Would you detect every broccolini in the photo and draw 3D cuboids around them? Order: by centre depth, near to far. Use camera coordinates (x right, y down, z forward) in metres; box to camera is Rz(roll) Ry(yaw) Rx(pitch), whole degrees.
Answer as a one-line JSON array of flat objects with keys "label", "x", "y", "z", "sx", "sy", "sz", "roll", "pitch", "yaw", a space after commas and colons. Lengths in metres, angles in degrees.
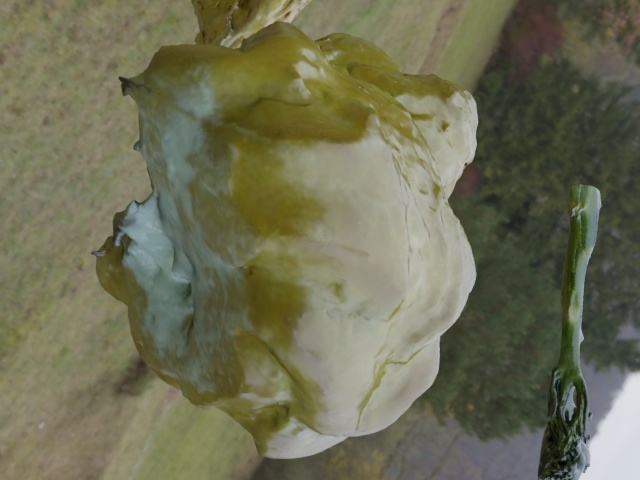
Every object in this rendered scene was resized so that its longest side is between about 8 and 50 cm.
[{"label": "broccolini", "x": 0.217, "y": 0.081, "z": 0.767, "sx": 0.071, "sy": 0.058, "sz": 0.254, "roll": -2, "pitch": -105, "yaw": 66}]

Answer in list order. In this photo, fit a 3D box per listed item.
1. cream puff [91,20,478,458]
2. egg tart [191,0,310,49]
[{"label": "cream puff", "x": 0.005, "y": 0.001, "z": 0.667, "sx": 0.270, "sy": 0.274, "sz": 0.323, "roll": -19, "pitch": 157, "yaw": -30}, {"label": "egg tart", "x": -0.053, "y": -0.293, "z": 1.007, "sx": 0.295, "sy": 0.116, "sz": 0.295, "roll": -44, "pitch": -167, "yaw": 12}]
